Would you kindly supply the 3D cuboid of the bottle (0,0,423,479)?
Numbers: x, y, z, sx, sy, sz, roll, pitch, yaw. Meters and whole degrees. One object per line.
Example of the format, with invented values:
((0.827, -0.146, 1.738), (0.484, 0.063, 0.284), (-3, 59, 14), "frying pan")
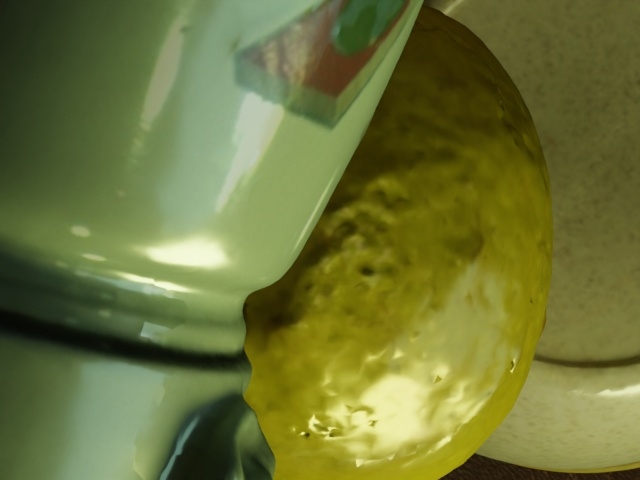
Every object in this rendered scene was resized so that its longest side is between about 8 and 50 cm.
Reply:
((-0.087, -0.056, 0.498), (0.229, 0.229, 0.351), (4, 104, -77), "bottle")

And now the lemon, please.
((0.000, 0.003, 0.893), (0.260, 0.261, 0.284), (94, 13, -59), "lemon")

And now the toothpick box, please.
((0.167, -0.034, 1.221), (0.425, 0.409, 0.409), (37, 78, -86), "toothpick box")
